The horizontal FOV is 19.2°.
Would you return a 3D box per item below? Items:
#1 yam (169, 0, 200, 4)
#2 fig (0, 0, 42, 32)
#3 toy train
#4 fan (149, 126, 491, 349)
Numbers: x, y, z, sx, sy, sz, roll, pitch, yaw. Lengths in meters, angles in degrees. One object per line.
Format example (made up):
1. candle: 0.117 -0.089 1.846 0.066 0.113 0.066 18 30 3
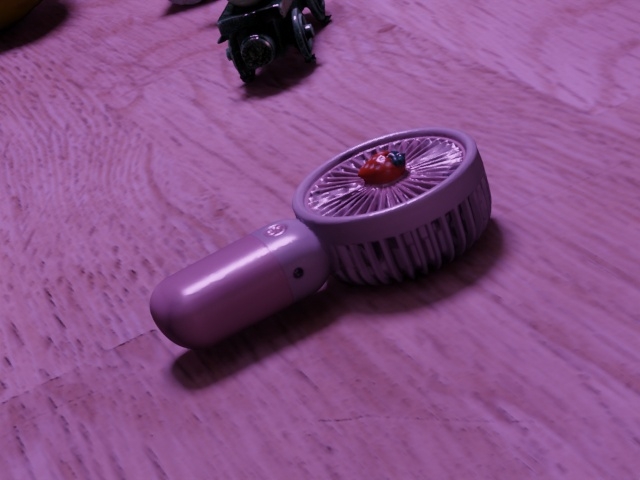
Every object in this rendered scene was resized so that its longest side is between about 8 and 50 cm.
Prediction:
1. yam: -0.125 -0.309 2.003 0.078 0.078 0.179 -12 26 18
2. fig: -0.397 -0.328 2.061 0.271 0.239 0.239 9 37 43
3. toy train: -0.051 -0.229 1.707 0.083 0.132 0.200 -15 22 12
4. fan: 0.000 0.000 1.253 0.244 0.074 0.130 -28 26 -15
